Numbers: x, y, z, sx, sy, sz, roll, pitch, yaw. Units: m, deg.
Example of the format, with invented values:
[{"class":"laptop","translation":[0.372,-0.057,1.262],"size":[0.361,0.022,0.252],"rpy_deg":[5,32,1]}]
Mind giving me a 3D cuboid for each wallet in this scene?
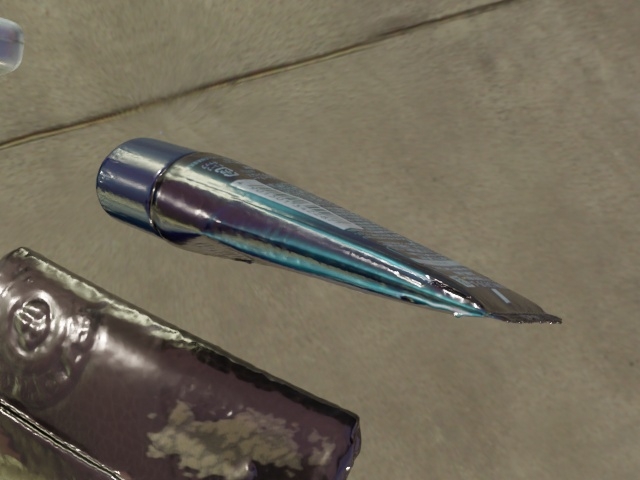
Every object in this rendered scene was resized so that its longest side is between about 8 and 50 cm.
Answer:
[{"class":"wallet","translation":[-0.126,0.133,0.762],"size":[0.321,0.044,0.170],"rpy_deg":[23,97,31]}]

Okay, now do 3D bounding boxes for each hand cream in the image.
[{"class":"hand cream","translation":[0.000,0.000,0.658],"size":[0.270,0.120,0.061],"rpy_deg":[18,93,25]}]

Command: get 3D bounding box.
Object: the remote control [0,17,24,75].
[{"class":"remote control","translation":[-0.382,-0.168,0.878],"size":[0.296,0.140,0.056],"rpy_deg":[6,91,-39]}]
